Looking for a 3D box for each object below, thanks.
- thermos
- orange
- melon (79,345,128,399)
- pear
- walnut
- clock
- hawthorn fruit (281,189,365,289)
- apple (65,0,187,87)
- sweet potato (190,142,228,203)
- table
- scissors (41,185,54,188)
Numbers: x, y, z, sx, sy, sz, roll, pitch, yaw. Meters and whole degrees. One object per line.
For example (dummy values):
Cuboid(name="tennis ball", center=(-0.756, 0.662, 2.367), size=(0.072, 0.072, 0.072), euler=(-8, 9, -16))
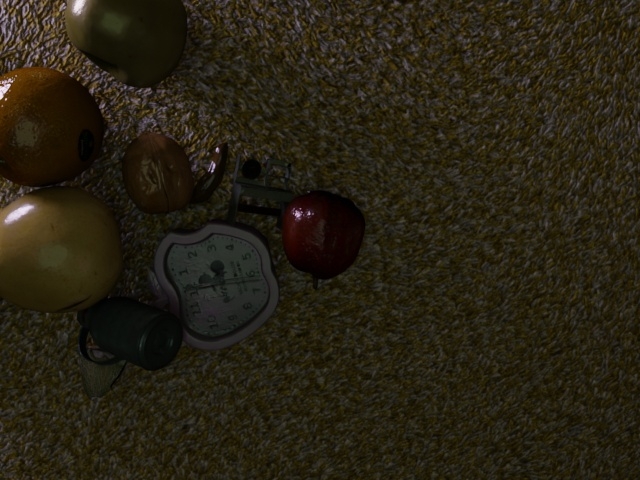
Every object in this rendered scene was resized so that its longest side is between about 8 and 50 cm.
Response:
Cuboid(name="thermos", center=(-0.492, 0.228, 1.435), size=(0.286, 0.145, 0.182), euler=(11, 70, 31))
Cuboid(name="orange", center=(-0.637, -0.256, 1.321), size=(0.273, 0.274, 0.275), euler=(-1, 101, -3))
Cuboid(name="melon", center=(-0.579, 0.325, 1.525), size=(0.139, 0.093, 0.202), euler=(43, 110, -5))
Cuboid(name="pear", center=(-0.618, 0.022, 1.355), size=(0.308, 0.309, 0.310), euler=(-1, 101, -3))
Cuboid(name="walnut", center=(-0.396, -0.161, 1.410), size=(0.165, 0.165, 0.197), euler=(-18, 101, 0))
Cuboid(name="clock", center=(-0.270, 0.108, 1.495), size=(0.338, 0.102, 0.339), euler=(0, 100, -2))
Cuboid(name="hawthorn fruit", center=(0.000, 0.000, 1.443), size=(0.215, 0.215, 0.250), euler=(12, 103, -6))
Cuboid(name="apple", center=(-0.432, -0.483, 1.309), size=(0.262, 0.262, 0.263), euler=(-1, 101, -3))
Cuboid(name="sweet potato", center=(-0.274, -0.164, 1.469), size=(0.053, 0.054, 0.182), euler=(30, 95, -17))
Cuboid(name="table", center=(-0.146, -0.119, 1.451), size=(0.146, 0.062, 0.176), euler=(6, 103, -32))
Cuboid(name="scissors", center=(-0.691, -0.123, 1.466), size=(0.110, 0.021, 0.213), euler=(-3, 101, -6))
